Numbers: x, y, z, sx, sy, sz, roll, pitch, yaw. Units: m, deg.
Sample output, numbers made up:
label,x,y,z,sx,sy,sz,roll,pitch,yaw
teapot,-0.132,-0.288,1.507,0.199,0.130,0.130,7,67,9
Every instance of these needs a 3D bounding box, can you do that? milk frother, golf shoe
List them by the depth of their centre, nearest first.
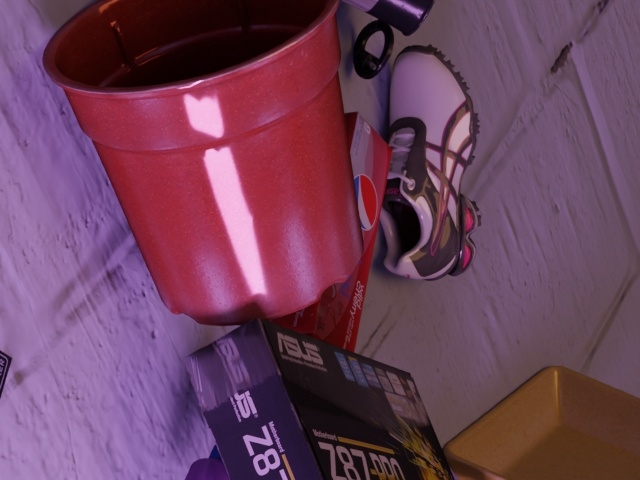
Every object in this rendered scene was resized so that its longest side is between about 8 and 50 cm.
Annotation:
label,x,y,z,sx,sy,sz,roll,pitch,yaw
milk frother,0.038,-0.264,2.146,0.134,0.129,0.143,25,92,-15
golf shoe,0.115,-0.089,2.226,0.120,0.105,0.273,-8,91,-50

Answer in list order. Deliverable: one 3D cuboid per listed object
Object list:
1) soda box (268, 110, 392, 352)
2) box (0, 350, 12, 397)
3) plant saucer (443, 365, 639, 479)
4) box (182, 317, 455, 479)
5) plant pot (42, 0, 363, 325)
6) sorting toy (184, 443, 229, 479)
label,x,y,z,sx,sy,sz,roll,pitch,yaw
soda box,0.000,0.000,2.036,0.083,0.092,0.263,44,50,-48
box,-0.377,0.064,1.372,0.290,0.169,0.087,42,53,-48
plant saucer,0.355,0.293,2.377,0.333,0.332,0.081,-27,133,-55
box,0.041,0.259,1.865,0.395,0.097,0.318,27,35,-63
plant pot,-0.085,-0.083,1.785,0.272,0.272,0.265,-51,135,-48
sorting toy,-0.015,0.305,1.928,0.365,0.127,0.126,57,42,-35
